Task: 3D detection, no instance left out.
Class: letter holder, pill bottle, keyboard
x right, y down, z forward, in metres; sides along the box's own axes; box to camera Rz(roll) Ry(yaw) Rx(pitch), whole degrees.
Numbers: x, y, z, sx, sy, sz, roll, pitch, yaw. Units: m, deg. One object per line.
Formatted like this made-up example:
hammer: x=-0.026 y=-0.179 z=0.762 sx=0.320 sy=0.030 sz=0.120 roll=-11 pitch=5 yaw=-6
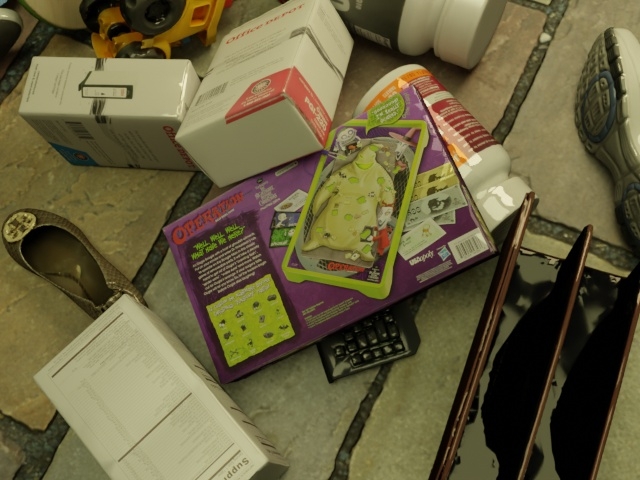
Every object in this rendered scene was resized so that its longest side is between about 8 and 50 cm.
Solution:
letter holder: x=0.225 y=0.130 z=0.771 sx=0.152 sy=0.214 sz=0.302 roll=18 pitch=75 yaw=13
pill bottle: x=0.087 y=-0.334 z=0.969 sx=0.283 sy=0.161 sz=0.161 roll=26 pitch=77 yaw=15
pill bottle: x=0.146 y=-0.094 z=0.904 sx=0.121 sy=0.121 sz=0.221 roll=-38 pitch=71 yaw=-5
keyboard: x=-0.019 y=0.018 z=0.939 sx=0.201 sy=0.033 sz=0.317 roll=-19 pitch=70 yaw=1

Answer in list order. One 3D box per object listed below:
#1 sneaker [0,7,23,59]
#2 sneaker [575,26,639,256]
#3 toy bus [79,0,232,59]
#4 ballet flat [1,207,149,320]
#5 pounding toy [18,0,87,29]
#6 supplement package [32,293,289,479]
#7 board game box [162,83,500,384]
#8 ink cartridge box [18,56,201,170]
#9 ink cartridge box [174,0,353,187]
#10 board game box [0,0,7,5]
sneaker: x=-0.513 y=-0.190 z=1.040 sx=0.296 sy=0.104 sz=0.147 roll=-31 pitch=72 yaw=3
sneaker: x=0.396 y=-0.118 z=0.903 sx=0.129 sy=0.111 sz=0.297 roll=-9 pitch=74 yaw=-12
toy bus: x=-0.193 y=-0.318 z=1.010 sx=0.211 sy=0.220 sz=0.149 roll=-19 pitch=62 yaw=-34
ballet flat: x=-0.315 y=0.032 z=0.957 sx=0.250 sy=0.058 sz=0.084 roll=37 pitch=81 yaw=20
pounding toy: x=-0.371 y=-0.412 z=1.074 sx=0.110 sy=0.183 sz=0.237 roll=10 pitch=72 yaw=38
supplement package: x=-0.171 y=0.203 z=0.843 sx=0.139 sy=0.134 sz=0.244 roll=-42 pitch=71 yaw=-7
board game box: x=0.000 y=0.000 z=0.864 sx=0.347 sy=0.056 sz=0.208 roll=-27 pitch=79 yaw=17
ink cartridge box: x=-0.246 y=-0.157 z=0.964 sx=0.203 sy=0.148 sz=0.086 roll=3 pitch=71 yaw=8
ink cartridge box: x=-0.060 y=-0.183 z=0.908 sx=0.158 sy=0.092 sz=0.218 roll=-17 pitch=41 yaw=30
board game box: x=-0.529 y=-0.365 z=1.134 sx=0.169 sy=0.033 sz=0.133 roll=-37 pitch=76 yaw=0
